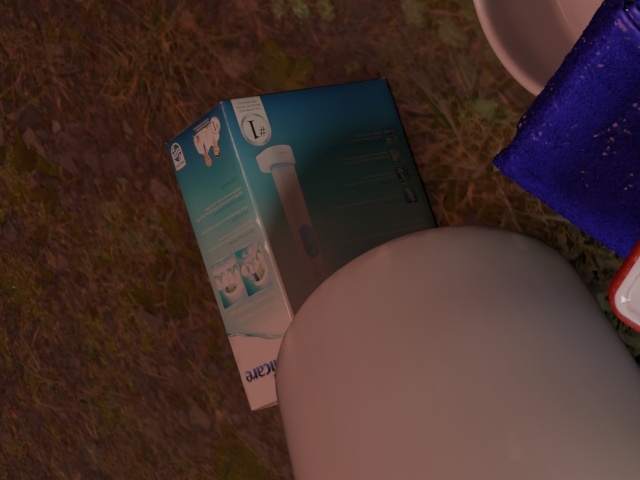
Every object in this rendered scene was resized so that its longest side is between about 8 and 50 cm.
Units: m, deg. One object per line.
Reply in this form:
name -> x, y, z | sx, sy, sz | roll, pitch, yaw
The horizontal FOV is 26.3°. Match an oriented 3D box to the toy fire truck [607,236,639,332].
toy fire truck -> 0.351, -0.009, 0.864 | 0.254, 0.169, 0.302 | 32, 124, 12

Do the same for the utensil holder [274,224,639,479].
utensil holder -> 0.144, 0.217, 1.108 | 0.385, 0.327, 0.327 | -110, 32, -49

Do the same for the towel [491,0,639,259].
towel -> 0.301, -0.042, 1.019 | 0.308, 0.076, 0.227 | 35, 131, 5

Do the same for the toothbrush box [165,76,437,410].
toothbrush box -> 0.000, 0.000, 1.404 | 0.126, 0.216, 0.295 | -30, 78, 52

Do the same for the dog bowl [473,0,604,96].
dog bowl -> 0.246, -0.239, 1.113 | 0.265, 0.104, 0.265 | 18, 113, 48
